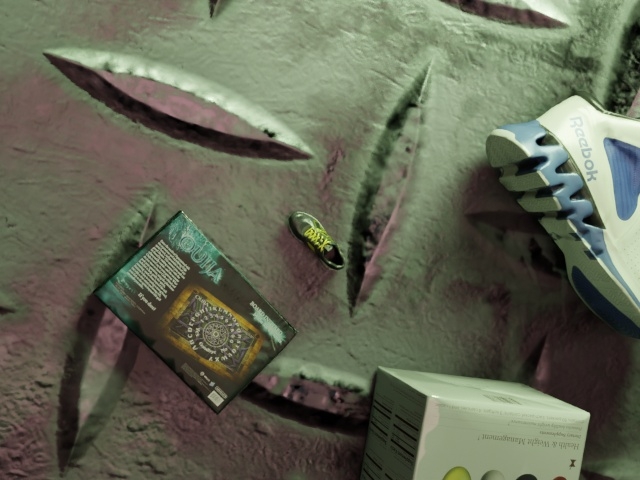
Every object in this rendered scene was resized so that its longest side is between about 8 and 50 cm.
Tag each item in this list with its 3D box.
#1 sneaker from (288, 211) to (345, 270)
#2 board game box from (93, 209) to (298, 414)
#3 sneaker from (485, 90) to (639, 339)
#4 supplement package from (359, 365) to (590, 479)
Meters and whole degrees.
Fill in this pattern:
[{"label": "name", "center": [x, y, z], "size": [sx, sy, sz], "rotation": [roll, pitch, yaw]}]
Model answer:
[{"label": "sneaker", "center": [0.000, 0.000, 0.917], "size": [0.083, 0.035, 0.031], "rotation": [44, 82, -14]}, {"label": "board game box", "center": [-0.129, 0.077, 0.893], "size": [0.126, 0.026, 0.186], "rotation": [-44, 104, -8]}, {"label": "sneaker", "center": [0.350, -0.045, 0.963], "size": [0.182, 0.127, 0.315], "rotation": [-38, 101, -7]}, {"label": "supplement package", "center": [0.159, 0.261, 0.924], "size": [0.194, 0.149, 0.203], "rotation": [9, 91, -16]}]
